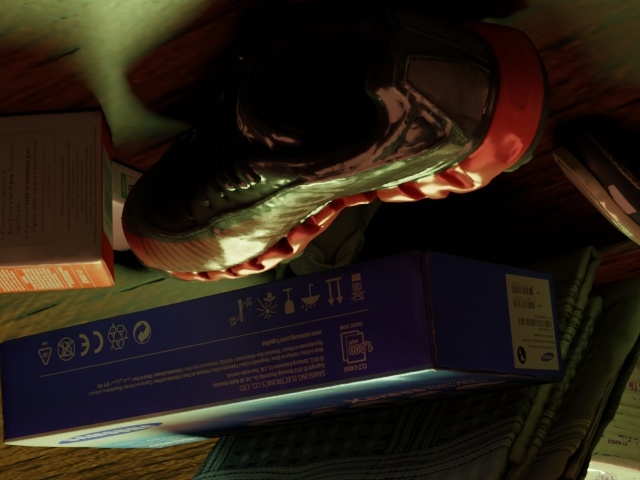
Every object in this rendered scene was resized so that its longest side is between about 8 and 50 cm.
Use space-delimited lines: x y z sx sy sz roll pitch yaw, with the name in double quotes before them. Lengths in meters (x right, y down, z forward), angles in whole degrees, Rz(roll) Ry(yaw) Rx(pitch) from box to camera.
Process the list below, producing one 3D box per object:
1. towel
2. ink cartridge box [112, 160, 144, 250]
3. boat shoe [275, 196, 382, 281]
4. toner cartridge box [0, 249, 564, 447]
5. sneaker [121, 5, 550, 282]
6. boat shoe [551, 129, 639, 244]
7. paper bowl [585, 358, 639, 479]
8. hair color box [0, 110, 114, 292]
"towel" 0.063 0.117 1.179 0.324 0.056 0.312 -11 -156 32
"ink cartridge box" -0.138 -0.024 1.050 0.063 0.029 0.115 -15 159 31
"boat shoe" 0.000 0.000 1.089 0.066 0.063 0.184 3 161 -17
"toner cartridge box" -0.032 0.080 1.111 0.348 0.075 0.165 -13 165 34
"sneaker" -0.023 -0.053 0.878 0.276 0.098 0.135 -21 155 37
"boat shoe" 0.230 -0.027 1.067 0.233 0.084 0.079 24 110 -42
"paper bowl" 0.197 0.159 1.426 0.284 0.148 0.284 5 157 2
"hair color box" -0.203 -0.019 0.954 0.167 0.093 0.053 -3 161 0
